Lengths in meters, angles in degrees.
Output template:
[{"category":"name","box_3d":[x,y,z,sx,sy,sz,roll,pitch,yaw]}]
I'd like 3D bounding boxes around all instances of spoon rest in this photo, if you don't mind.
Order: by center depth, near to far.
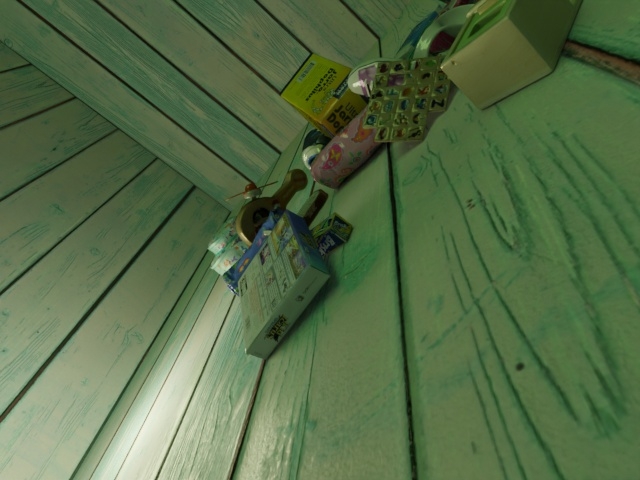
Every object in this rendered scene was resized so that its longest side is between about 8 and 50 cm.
[{"category":"spoon rest","box_3d":[0.350,-0.568,1.116,0.137,0.084,0.276,31,71,37]}]

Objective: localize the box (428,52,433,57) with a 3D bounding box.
[{"category":"box","box_3d":[0.276,-0.468,1.233,0.145,0.038,0.186,-51,12,43]}]

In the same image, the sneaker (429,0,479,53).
[{"category":"sneaker","box_3d":[0.396,-0.656,1.255,0.252,0.103,0.111,-49,11,-11]}]

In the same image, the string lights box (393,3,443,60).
[{"category":"string lights box","box_3d":[0.357,-0.716,1.499,0.260,0.076,0.133,-57,18,-17]}]

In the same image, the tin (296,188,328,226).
[{"category":"tin","box_3d":[-0.044,-0.088,1.348,0.190,0.040,0.106,-57,13,-15]}]

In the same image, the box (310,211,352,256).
[{"category":"box","box_3d":[0.000,0.000,1.001,0.169,0.059,0.054,-34,27,46]}]

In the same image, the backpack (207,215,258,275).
[{"category":"backpack","box_3d":[-0.354,0.028,1.694,0.254,0.191,0.225,-61,19,-11]}]

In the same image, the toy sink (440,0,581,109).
[{"category":"toy sink","box_3d":[0.347,-0.388,0.752,0.234,0.131,0.153,-58,18,-22]}]

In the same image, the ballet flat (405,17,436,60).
[{"category":"ballet flat","box_3d":[0.348,-0.637,1.364,0.247,0.083,0.087,-55,2,-14]}]

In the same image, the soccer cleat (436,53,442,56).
[{"category":"soccer cleat","box_3d":[0.349,-0.516,1.196,0.035,0.029,0.083,-19,39,47]}]

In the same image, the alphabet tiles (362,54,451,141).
[{"category":"alphabet tiles","box_3d":[0.211,-0.345,1.005,0.198,0.009,0.237,6,73,27]}]

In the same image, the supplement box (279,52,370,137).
[{"category":"supplement box","box_3d":[0.042,-0.474,1.415,0.195,0.194,0.356,-50,41,8]}]

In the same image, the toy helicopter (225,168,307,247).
[{"category":"toy helicopter","box_3d":[-0.167,-0.135,1.431,0.140,0.235,0.355,-11,37,52]}]

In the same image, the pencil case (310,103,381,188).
[{"category":"pencil case","box_3d":[0.092,-0.271,1.224,0.284,0.124,0.124,-41,20,36]}]

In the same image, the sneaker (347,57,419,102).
[{"category":"sneaker","box_3d":[0.179,-0.395,1.092,0.282,0.102,0.161,9,64,33]}]

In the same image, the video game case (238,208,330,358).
[{"category":"video game case","box_3d":[-0.098,0.089,0.952,0.244,0.061,0.269,-55,28,17]}]

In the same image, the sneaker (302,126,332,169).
[{"category":"sneaker","box_3d":[0.062,-0.394,1.592,0.322,0.130,0.236,-30,41,28]}]

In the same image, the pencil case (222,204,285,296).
[{"category":"pencil case","box_3d":[-0.177,0.043,1.260,0.306,0.119,0.133,-50,-10,17]}]
